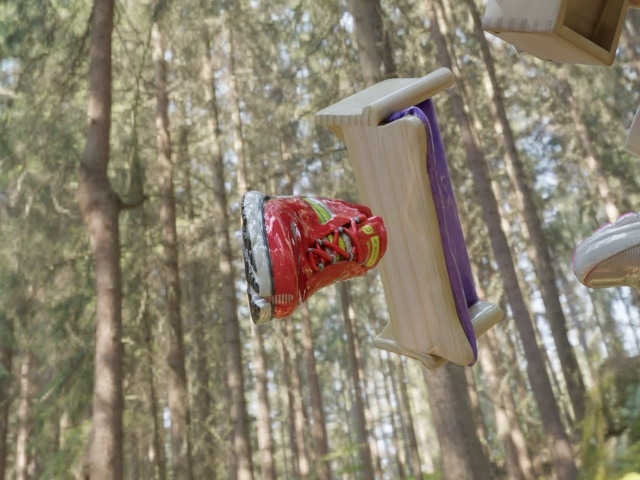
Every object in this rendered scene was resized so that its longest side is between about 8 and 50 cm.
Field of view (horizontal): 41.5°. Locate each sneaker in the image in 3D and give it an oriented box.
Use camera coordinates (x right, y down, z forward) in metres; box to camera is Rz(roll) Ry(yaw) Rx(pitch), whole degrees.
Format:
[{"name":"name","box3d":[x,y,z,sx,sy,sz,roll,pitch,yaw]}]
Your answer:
[{"name":"sneaker","box3d":[0.343,0.038,0.733,0.252,0.111,0.103,0,-21,35]},{"name":"sneaker","box3d":[0.000,0.000,0.761,0.118,0.107,0.279,-2,12,10]}]

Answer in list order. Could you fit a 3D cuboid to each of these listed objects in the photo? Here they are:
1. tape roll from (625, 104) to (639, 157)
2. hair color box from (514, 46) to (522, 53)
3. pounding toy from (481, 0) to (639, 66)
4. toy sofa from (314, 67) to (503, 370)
[{"name":"tape roll","box3d":[0.547,-0.193,1.136,0.169,0.246,0.246,31,-21,21]},{"name":"hair color box","box3d":[0.314,-0.328,1.164,0.141,0.072,0.043,-34,3,15]},{"name":"pounding toy","box3d":[0.269,-0.275,0.864,0.094,0.181,0.206,17,6,43]},{"name":"toy sofa","box3d":[0.140,-0.025,1.089,0.150,0.363,0.177,-30,24,-35]}]
